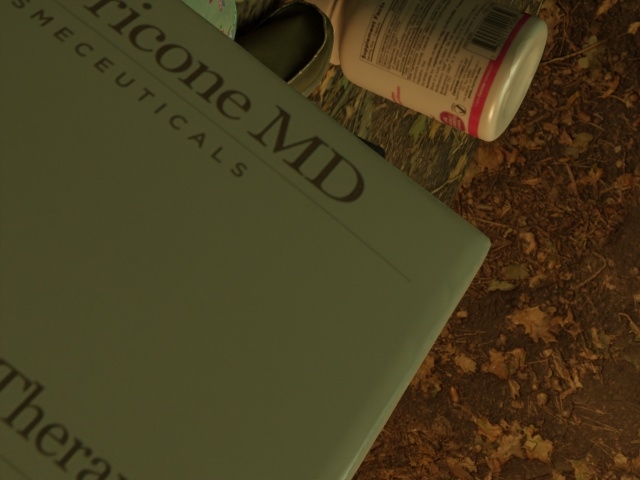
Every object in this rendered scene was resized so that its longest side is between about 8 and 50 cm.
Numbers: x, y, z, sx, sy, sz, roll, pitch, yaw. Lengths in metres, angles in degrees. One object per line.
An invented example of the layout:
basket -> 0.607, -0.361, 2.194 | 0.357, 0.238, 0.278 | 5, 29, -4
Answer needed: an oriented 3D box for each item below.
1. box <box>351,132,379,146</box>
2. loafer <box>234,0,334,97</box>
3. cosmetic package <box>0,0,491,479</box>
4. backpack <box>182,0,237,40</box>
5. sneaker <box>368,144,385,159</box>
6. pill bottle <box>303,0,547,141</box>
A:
box -> 0.000, 0.000, 1.378 | 0.307, 0.077, 0.242 | -56, 162, -20
loafer -> -0.067, -0.184, 0.877 | 0.251, 0.094, 0.087 | -55, 166, -23
cosmetic package -> -0.185, 0.098, 0.443 | 0.393, 0.329, 0.327 | -51, 177, -35
backpack -> -0.144, -0.181, 0.631 | 0.152, 0.115, 0.182 | -65, 166, 0
sneaker -> 0.017, -0.007, 1.143 | 0.323, 0.236, 0.130 | -50, 159, -35
pill bottle -> 0.124, -0.251, 1.007 | 0.160, 0.283, 0.160 | -53, 160, -28
